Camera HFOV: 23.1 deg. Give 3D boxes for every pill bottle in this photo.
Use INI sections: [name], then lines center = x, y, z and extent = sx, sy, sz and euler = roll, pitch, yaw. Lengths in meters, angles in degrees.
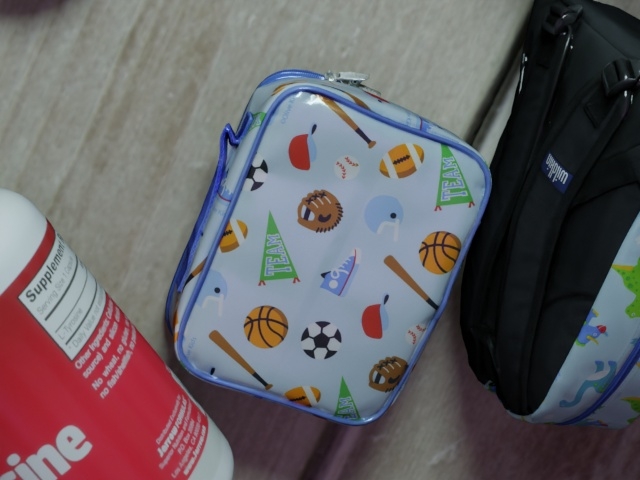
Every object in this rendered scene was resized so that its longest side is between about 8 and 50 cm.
[pill bottle]
center = -0.273, 0.107, 1.306
extent = 0.229, 0.229, 0.407
euler = -37, 111, 1

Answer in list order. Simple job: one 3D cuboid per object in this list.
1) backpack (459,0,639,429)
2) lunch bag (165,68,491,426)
[backpack]
center = 0.251, 0.002, 1.373
extent = 0.273, 0.290, 0.355
euler = 16, 111, -31
[lunch bag]
center = 0.000, 0.000, 1.396
extent = 0.243, 0.115, 0.303
euler = 20, 101, -12
